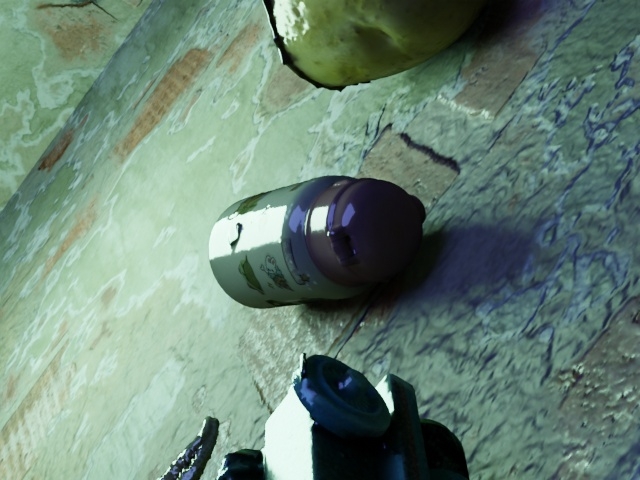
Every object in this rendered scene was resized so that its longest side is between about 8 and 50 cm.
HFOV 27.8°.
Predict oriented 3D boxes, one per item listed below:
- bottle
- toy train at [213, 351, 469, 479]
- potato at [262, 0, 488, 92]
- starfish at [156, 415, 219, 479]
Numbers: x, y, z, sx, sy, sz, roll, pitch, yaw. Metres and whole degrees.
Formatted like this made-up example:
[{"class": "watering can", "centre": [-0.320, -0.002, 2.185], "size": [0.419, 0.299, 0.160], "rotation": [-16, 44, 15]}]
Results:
[{"class": "bottle", "centre": [0.000, 0.000, 1.212], "size": [0.253, 0.120, 0.120], "rotation": [-10, 49, 57]}, {"class": "toy train", "centre": [0.042, 0.193, 0.772], "size": [0.120, 0.194, 0.298], "rotation": [-54, 19, 22]}, {"class": "potato", "centre": [0.084, -0.296, 1.352], "size": [0.285, 0.242, 0.242], "rotation": [-57, 22, -22]}, {"class": "starfish", "centre": [-0.182, 0.322, 0.988], "size": [0.347, 0.078, 0.357], "rotation": [-11, 56, 7]}]
